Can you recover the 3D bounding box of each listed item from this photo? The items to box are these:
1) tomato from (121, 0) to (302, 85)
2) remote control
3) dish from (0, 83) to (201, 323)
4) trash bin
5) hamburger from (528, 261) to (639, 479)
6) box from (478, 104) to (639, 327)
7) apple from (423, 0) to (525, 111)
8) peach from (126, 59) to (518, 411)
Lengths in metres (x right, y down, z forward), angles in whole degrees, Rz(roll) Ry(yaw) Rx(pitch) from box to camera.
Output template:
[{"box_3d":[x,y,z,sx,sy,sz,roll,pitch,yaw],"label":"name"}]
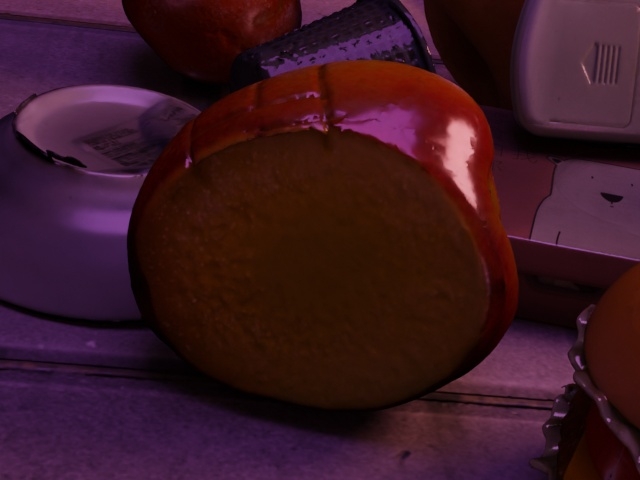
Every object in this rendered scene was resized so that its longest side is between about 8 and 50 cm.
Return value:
[{"box_3d":[-0.118,-0.275,1.413,0.188,0.232,0.232,-8,30,4],"label":"tomato"},{"box_3d":[0.314,-0.147,1.169,0.296,0.140,0.056,4,5,-4],"label":"remote control"},{"box_3d":[-0.175,-0.058,1.123,0.316,0.106,0.316,7,29,-4],"label":"dish"},{"box_3d":[0.006,-0.136,1.268,0.161,0.175,0.175,-19,38,-22],"label":"trash bin"},{"box_3d":[0.276,0.115,0.830,0.274,0.212,0.274,6,30,-3],"label":"hamburger"},{"box_3d":[0.214,-0.018,1.156,0.215,0.086,0.215,11,35,5],"label":"box"},{"box_3d":[0.283,-0.256,1.349,0.364,0.364,0.364,6,30,-4],"label":"apple"},{"box_3d":[0.000,0.000,0.963,0.274,0.249,0.245,-5,-5,3],"label":"peach"}]
